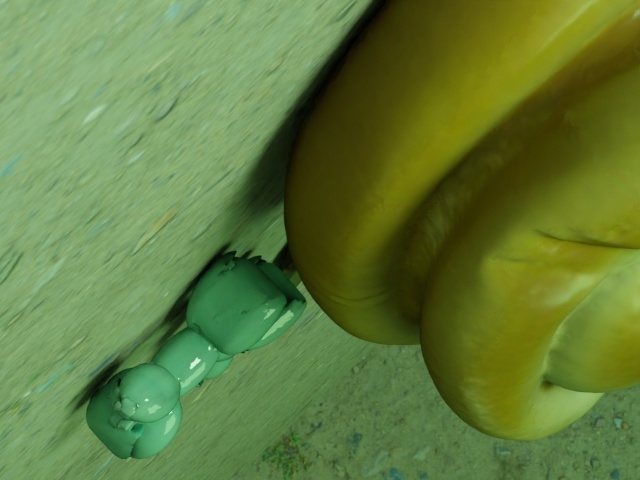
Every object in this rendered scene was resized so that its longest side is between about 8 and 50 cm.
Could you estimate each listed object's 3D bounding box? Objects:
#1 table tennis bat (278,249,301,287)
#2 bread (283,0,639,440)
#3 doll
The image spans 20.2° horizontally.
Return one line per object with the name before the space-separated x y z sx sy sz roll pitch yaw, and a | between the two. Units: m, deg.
table tennis bat | 0.000 0.000 1.379 0.234 0.022 0.131 -51 172 29
bread | 0.164 -0.063 1.033 0.329 0.245 0.424 -39 167 -41
doll | -0.084 0.076 1.167 0.158 0.059 0.159 -47 174 10
